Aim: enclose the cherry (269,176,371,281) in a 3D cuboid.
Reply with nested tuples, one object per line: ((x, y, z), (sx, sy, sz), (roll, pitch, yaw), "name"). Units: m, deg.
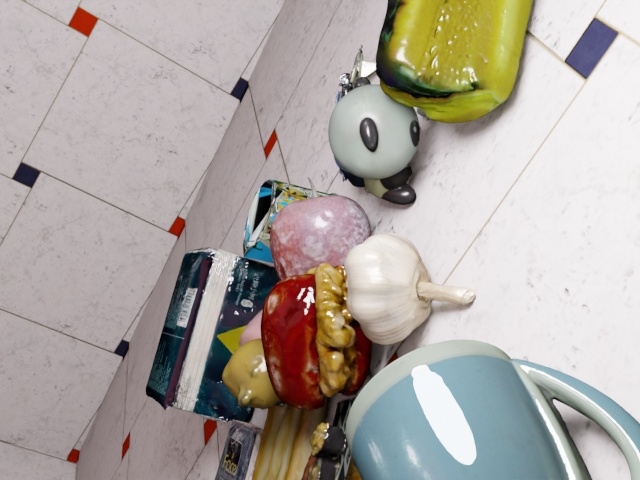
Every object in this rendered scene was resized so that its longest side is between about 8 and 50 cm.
((0.000, 0.000, 1.638), (0.236, 0.213, 0.285), (125, 140, -76), "cherry")

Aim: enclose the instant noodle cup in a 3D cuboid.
((-0.075, -0.038, 1.879), (0.240, 0.178, 0.240), (-50, 29, 42), "instant noodle cup")

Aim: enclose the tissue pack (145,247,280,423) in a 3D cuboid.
((-0.274, 0.248, 1.994), (0.264, 0.253, 0.416), (-9, 64, 64), "tissue pack")

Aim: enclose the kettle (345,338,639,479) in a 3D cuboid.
((0.227, 0.292, 0.886), (0.319, 0.247, 0.342), (-38, 37, 7), "kettle")

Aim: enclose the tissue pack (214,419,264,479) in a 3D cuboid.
((-0.186, 0.548, 1.781), (0.173, 0.073, 0.235), (-3, 69, 65), "tissue pack")

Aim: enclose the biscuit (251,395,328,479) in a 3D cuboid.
((-0.069, 0.438, 1.617), (0.237, 0.062, 0.290), (-26, 48, 60), "biscuit")

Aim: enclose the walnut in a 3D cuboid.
((0.009, 0.179, 1.434), (0.244, 0.222, 0.268), (166, 99, -67), "walnut")

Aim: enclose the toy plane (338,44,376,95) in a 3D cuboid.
((0.075, -0.352, 1.917), (0.192, 0.088, 0.261), (-4, -68, -85), "toy plane")

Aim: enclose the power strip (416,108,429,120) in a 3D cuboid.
((0.228, -0.327, 1.619), (0.047, 0.030, 0.191), (-41, 35, 51), "power strip")

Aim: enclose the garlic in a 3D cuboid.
((0.159, 0.075, 1.311), (0.226, 0.199, 0.199), (-2, 66, 35), "garlic")

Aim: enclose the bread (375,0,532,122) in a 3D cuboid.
((0.242, -0.395, 1.379), (0.208, 0.251, 0.376), (93, -169, -75), "bread")

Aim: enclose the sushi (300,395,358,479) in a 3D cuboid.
((-0.004, 0.417, 1.375), (0.292, 0.059, 0.293), (122, 163, -76), "sushi")

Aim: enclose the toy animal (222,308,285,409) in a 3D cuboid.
((-0.102, 0.247, 1.610), (0.281, 0.169, 0.195), (-68, -15, -55), "toy animal")

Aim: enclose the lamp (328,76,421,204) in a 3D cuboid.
((0.115, -0.190, 1.508), (0.198, 0.244, 0.197), (-14, 47, 15), "lamp")

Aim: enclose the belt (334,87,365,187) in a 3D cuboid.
((0.101, -0.225, 1.719), (0.122, 0.128, 0.218), (-5, 63, 24), "belt")

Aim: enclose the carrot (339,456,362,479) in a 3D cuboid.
((0.061, 0.428, 1.329), (0.078, 0.078, 0.298), (35, 109, 67), "carrot")
